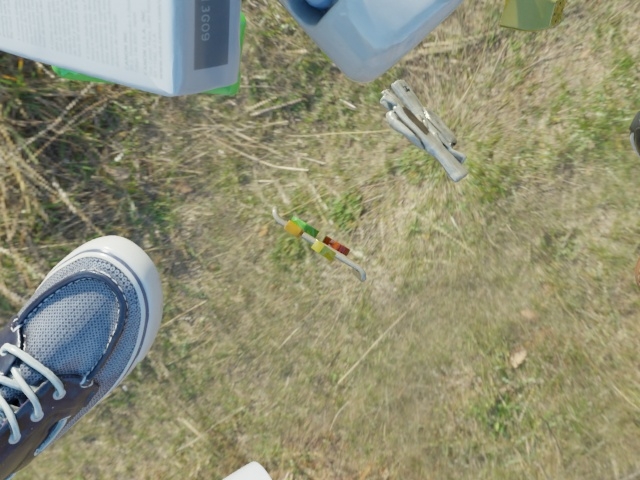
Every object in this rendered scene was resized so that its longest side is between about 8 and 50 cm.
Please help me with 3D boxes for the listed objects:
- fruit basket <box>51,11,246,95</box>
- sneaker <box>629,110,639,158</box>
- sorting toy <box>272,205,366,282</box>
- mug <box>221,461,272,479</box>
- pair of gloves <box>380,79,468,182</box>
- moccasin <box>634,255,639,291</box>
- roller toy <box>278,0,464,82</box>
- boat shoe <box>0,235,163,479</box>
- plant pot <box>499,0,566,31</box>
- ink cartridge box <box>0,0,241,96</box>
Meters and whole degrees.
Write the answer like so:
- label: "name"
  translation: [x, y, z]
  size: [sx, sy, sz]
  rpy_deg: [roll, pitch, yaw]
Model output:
- label: "fruit basket"
  translation: [-0.356, -0.399, 1.522]
  size: [0.392, 0.392, 0.283]
  rpy_deg: [-20, 63, 11]
- label: "sneaker"
  translation: [0.288, -0.001, 0.389]
  size: [0.283, 0.124, 0.107]
  rpy_deg: [22, 129, -22]
- label: "sorting toy"
  translation: [0.000, 0.000, 1.525]
  size: [0.229, 0.307, 0.041]
  rpy_deg: [35, 90, -3]
- label: "mug"
  translation: [-0.046, 0.156, 0.374]
  size: [0.064, 0.062, 0.078]
  rpy_deg: [-18, 55, -23]
- label: "pair of gloves"
  translation: [0.184, -0.194, 1.367]
  size: [0.204, 0.240, 0.042]
  rpy_deg: [46, 111, -4]
- label: "moccasin"
  translation: [0.533, -0.009, 0.824]
  size: [0.380, 0.147, 0.139]
  rpy_deg: [-19, 105, 25]
- label: "roller toy"
  translation: [0.058, -0.250, 0.662]
  size: [0.209, 0.191, 0.146]
  rpy_deg: [-42, 100, 13]
- label: "boat shoe"
  translation: [-0.281, 0.147, 0.729]
  size: [0.127, 0.158, 0.340]
  rpy_deg: [39, 119, 0]
- label: "plant pot"
  translation: [0.364, -0.396, 1.290]
  size: [0.083, 0.081, 0.082]
  rpy_deg: [28, 133, 28]
- label: "ink cartridge box"
  translation: [-0.232, -0.314, 0.658]
  size: [0.385, 0.091, 0.308]
  rpy_deg: [20, 120, 31]
